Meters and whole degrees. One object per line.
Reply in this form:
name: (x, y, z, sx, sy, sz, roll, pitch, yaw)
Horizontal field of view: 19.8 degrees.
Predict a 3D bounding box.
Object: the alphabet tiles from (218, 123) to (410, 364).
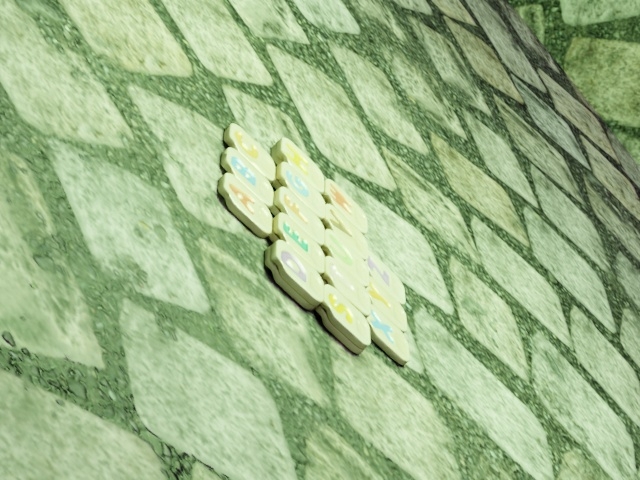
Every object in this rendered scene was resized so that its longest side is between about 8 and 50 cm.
alphabet tiles: (0.000, 0.000, 1.911, 0.278, 0.021, 0.284, 43, 22, -21)
